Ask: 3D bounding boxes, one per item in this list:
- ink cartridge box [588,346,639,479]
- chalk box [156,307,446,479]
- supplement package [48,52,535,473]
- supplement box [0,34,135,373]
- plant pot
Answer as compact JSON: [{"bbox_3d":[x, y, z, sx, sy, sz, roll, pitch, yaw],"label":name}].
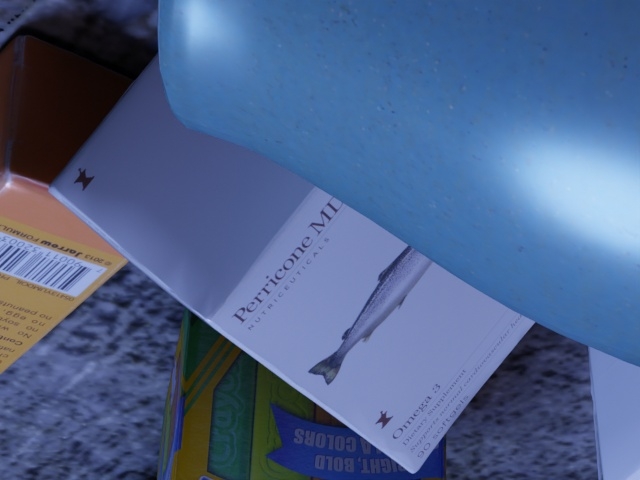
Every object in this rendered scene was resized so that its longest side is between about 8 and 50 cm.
[{"bbox_3d":[0.302,0.045,0.804,0.308,0.129,0.223,13,143,-16],"label":"ink cartridge box"},{"bbox_3d":[-0.015,0.148,0.888,0.132,0.213,0.132,7,144,-8],"label":"chalk box"},{"bbox_3d":[0.000,0.000,0.721,0.105,0.105,0.179,-51,143,-1],"label":"supplement package"},{"bbox_3d":[-0.160,0.008,0.815,0.080,0.078,0.233,22,140,-31],"label":"supplement box"},{"bbox_3d":[0.097,-0.089,0.530,0.255,0.271,0.271,14,145,7],"label":"plant pot"}]
